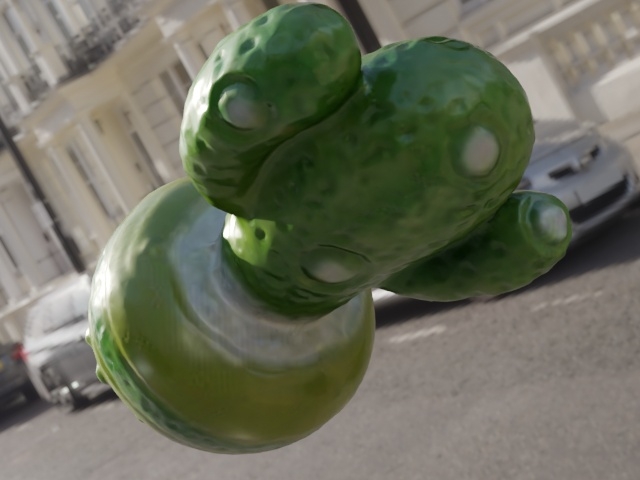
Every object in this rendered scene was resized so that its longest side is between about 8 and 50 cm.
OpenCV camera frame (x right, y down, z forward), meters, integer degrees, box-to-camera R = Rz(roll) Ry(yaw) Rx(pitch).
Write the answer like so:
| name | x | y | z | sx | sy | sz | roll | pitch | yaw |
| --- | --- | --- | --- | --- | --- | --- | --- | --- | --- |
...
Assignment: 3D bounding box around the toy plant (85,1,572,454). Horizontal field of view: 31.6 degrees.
| name | x | y | z | sx | sy | sz | roll | pitch | yaw |
| --- | --- | --- | --- | --- | --- | --- | --- | --- | --- |
| toy plant | 0.000 | 0.000 | 0.649 | 0.316 | 0.224 | 0.184 | -44 | 29 | 50 |
